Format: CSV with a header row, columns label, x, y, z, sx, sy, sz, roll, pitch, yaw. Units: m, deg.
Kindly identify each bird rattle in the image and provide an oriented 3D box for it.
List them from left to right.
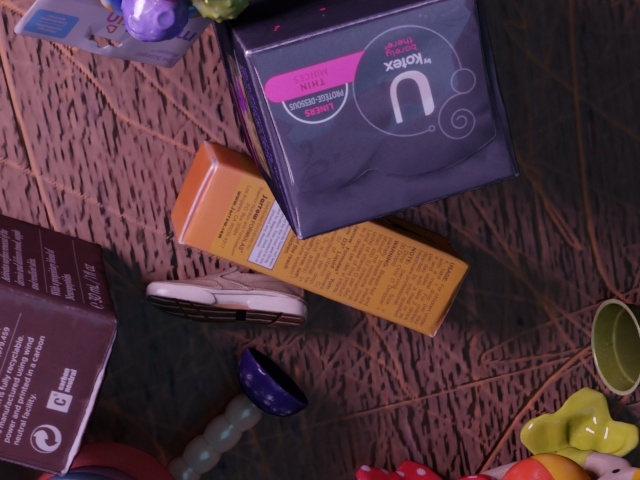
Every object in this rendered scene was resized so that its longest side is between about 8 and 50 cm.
label,x,y,z,sx,sy,sz,roll,pitch,yaw
bird rattle,0.168,0.209,1.410,0.253,0.207,0.143,-5,91,-19

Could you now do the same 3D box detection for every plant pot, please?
label,x,y,z,sx,sy,sz,roll,pitch,yaw
plant pot,0.290,0.088,1.456,0.079,0.083,0.083,-6,109,-23

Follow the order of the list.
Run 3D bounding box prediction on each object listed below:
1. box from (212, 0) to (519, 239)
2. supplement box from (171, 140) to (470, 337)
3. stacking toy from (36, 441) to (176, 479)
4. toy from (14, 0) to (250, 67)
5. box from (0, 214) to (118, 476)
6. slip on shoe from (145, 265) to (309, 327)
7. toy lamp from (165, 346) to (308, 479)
label,x,y,z,sx,sy,sz,roll,pitch,yaw
box,0.020,-0.124,1.225,0.165,0.270,0.143,-17,111,-5
supplement box,0.000,0.000,1.365,0.233,0.078,0.080,20,103,-16
stacking toy,-0.267,0.284,1.326,0.308,0.130,0.280,9,108,8
toy,-0.079,-0.181,1.093,0.137,0.056,0.237,10,137,-42
box,-0.353,0.034,1.249,0.381,0.191,0.143,16,104,-16
slip on shoe,-0.076,0.042,1.385,0.135,0.051,0.041,5,67,-4
toy lamp,-0.131,0.209,1.408,0.080,0.080,0.275,41,94,-20
